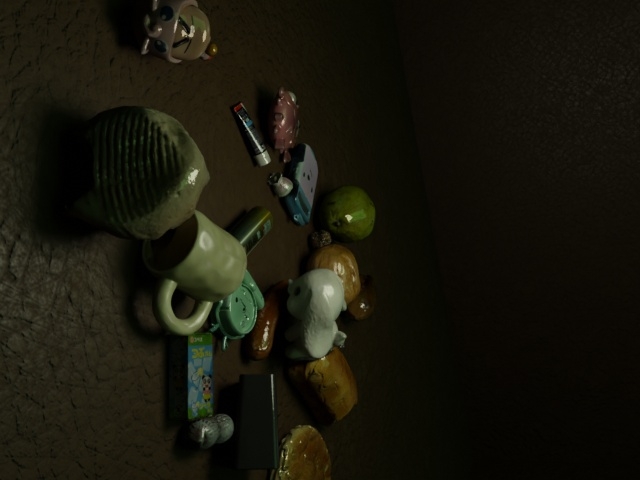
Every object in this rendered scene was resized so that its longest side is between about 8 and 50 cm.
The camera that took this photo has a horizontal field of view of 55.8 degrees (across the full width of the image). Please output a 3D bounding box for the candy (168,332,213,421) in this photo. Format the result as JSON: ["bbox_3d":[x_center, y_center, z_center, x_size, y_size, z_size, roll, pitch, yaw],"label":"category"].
[{"bbox_3d":[-0.297,0.311,1.394,0.097,0.062,0.195,17,69,-62],"label":"candy"}]

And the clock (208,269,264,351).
[{"bbox_3d":[-0.226,0.184,1.579,0.159,0.065,0.211,62,32,-36],"label":"clock"}]

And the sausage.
[{"bbox_3d":[-0.143,0.214,1.735,0.302,0.076,0.103,-62,138,-52],"label":"sausage"}]

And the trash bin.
[{"bbox_3d":[-0.163,0.463,1.537,0.165,0.114,0.226,100,-12,-69],"label":"trash bin"}]

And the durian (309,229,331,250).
[{"bbox_3d":[0.000,0.000,2.092,0.091,0.080,0.080,129,-46,-87],"label":"durian"}]

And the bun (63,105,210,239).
[{"bbox_3d":[-0.352,-0.125,1.206,0.205,0.281,0.282,89,-1,-79],"label":"bun"}]

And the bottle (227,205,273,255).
[{"bbox_3d":[-0.216,0.001,1.628,0.286,0.082,0.082,-56,133,-56],"label":"bottle"}]

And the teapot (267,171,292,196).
[{"bbox_3d":[-0.130,-0.183,1.903,0.064,0.064,0.083,47,10,-41],"label":"teapot"}]

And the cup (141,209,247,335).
[{"bbox_3d":[-0.272,0.072,1.352,0.202,0.173,0.255,44,30,-52],"label":"cup"}]

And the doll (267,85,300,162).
[{"bbox_3d":[-0.116,-0.365,1.918,0.211,0.093,0.262,-69,161,-55],"label":"doll"}]

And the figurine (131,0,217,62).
[{"bbox_3d":[-0.327,-0.508,1.431,0.287,0.186,0.176,-62,167,-76],"label":"figurine"}]

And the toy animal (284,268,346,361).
[{"bbox_3d":[-0.009,0.222,1.751,0.289,0.174,0.249,73,27,-62],"label":"toy animal"}]

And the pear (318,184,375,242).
[{"bbox_3d":[0.097,-0.092,2.186,0.269,0.212,0.213,-37,117,-69],"label":"pear"}]

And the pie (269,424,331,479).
[{"bbox_3d":[-0.056,0.718,1.794,0.339,0.083,0.340,29,57,-58],"label":"pie"}]

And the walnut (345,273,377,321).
[{"bbox_3d":[0.149,0.212,2.304,0.245,0.137,0.137,-81,152,-46],"label":"walnut"}]

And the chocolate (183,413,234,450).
[{"bbox_3d":[-0.262,0.450,1.423,0.167,0.072,0.072,12,73,-65],"label":"chocolate"}]

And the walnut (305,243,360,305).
[{"bbox_3d":[0.041,0.121,2.025,0.195,0.195,0.222,-24,114,-64],"label":"walnut"}]

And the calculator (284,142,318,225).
[{"bbox_3d":[-0.063,-0.188,2.028,0.173,0.051,0.293,64,29,-54],"label":"calculator"}]

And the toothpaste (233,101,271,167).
[{"bbox_3d":[-0.205,-0.315,1.790,0.071,0.045,0.194,-68,137,-60],"label":"toothpaste"}]

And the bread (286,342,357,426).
[{"bbox_3d":[0.021,0.443,1.944,0.195,0.148,0.344,-72,146,-42],"label":"bread"}]
